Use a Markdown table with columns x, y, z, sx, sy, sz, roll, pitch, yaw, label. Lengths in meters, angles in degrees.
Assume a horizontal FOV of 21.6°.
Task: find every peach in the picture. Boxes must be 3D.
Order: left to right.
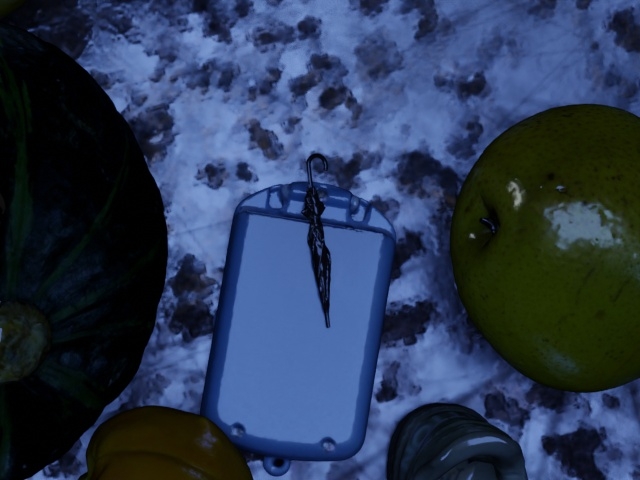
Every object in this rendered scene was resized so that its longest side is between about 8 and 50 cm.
| x | y | z | sx | sy | sz | roll | pitch | yaw | label |
| --- | --- | --- | --- | --- | --- | --- | --- | --- | --- |
| -0.106 | 0.182 | 1.125 | 0.138 | 0.138 | 0.138 | 0 | 86 | -4 | peach |

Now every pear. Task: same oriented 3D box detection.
| x | y | z | sx | sy | sz | roll | pitch | yaw | label |
| --- | --- | --- | --- | --- | --- | --- | --- | --- | --- |
| 0.180 | 0.004 | 1.136 | 0.198 | 0.198 | 0.198 | 0 | 86 | -4 | pear |

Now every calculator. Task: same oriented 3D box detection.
| x | y | z | sx | sy | sz | roll | pitch | yaw | label |
| --- | --- | --- | --- | --- | --- | --- | --- | --- | --- |
| -0.016 | 0.062 | 1.185 | 0.121 | 0.039 | 0.210 | 9 | 86 | -2 | calculator |

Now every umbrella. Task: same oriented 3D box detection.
| x | y | z | sx | sy | sz | roll | pitch | yaw | label |
| --- | --- | --- | --- | --- | --- | --- | --- | --- | --- |
| -0.003 | 0.000 | 1.163 | 0.022 | 0.013 | 0.122 | 0 | 85 | -25 | umbrella |

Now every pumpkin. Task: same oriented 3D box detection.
| x | y | z | sx | sy | sz | roll | pitch | yaw | label |
| --- | --- | --- | --- | --- | --- | --- | --- | --- | --- |
| -0.235 | 0.017 | 1.051 | 0.315 | 0.238 | 0.315 | -14 | 115 | -33 | pumpkin |

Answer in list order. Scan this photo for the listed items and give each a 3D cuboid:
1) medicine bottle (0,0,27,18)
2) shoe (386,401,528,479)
| x | y | z | sx | sy | sz | roll | pitch | yaw | label |
| --- | --- | --- | --- | --- | --- | --- | --- | --- | --- |
| -0.231 | -0.200 | 1.092 | 0.122 | 0.212 | 0.121 | -2 | 93 | -38 | medicine bottle |
| 0.103 | 0.254 | 1.124 | 0.109 | 0.149 | 0.292 | -8 | 85 | -6 | shoe |
